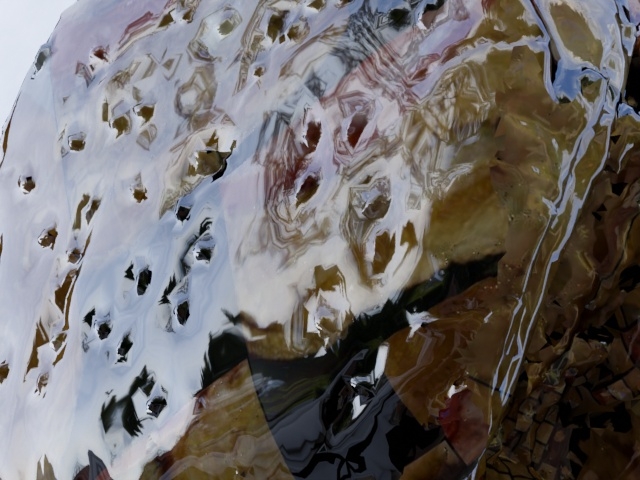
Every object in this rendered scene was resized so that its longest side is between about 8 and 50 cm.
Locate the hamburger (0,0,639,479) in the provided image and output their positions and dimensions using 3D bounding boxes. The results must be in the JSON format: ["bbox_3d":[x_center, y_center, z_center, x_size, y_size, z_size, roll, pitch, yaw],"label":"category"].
[{"bbox_3d":[0.000,0.000,0.459,0.107,0.231,0.231,19,-77,-42],"label":"hamburger"}]
